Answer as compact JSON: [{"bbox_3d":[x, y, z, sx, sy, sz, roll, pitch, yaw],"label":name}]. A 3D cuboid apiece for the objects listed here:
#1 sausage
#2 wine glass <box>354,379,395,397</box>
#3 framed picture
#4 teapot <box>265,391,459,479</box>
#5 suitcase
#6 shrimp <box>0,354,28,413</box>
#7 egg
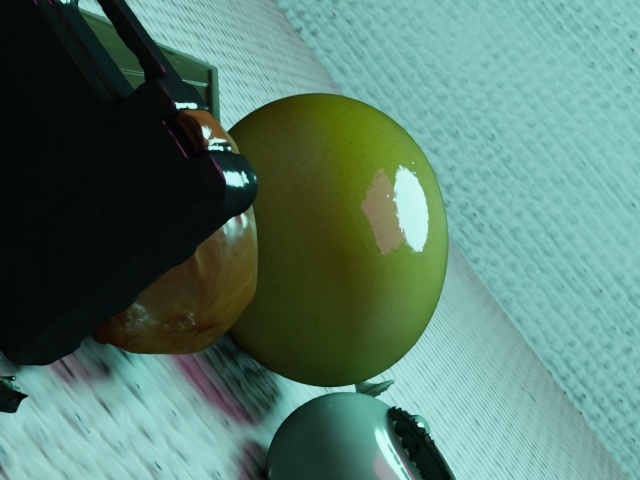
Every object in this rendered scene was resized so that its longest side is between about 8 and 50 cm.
[{"bbox_3d":[-0.130,-0.017,1.031,0.268,0.153,0.141,-106,-164,-61],"label":"sausage"},{"bbox_3d":[-0.015,0.068,1.438,0.262,0.074,0.074,56,12,15],"label":"wine glass"},{"bbox_3d":[-0.209,-0.170,1.231,0.250,0.016,0.184,22,29,-20],"label":"framed picture"},{"bbox_3d":[0.046,0.214,1.094,0.193,0.129,0.294,53,12,-4],"label":"teapot"},{"bbox_3d":[-0.194,-0.084,0.854,0.286,0.206,0.066,54,17,10],"label":"suitcase"},{"bbox_3d":[-0.219,0.095,0.637,0.217,0.051,0.150,17,45,-56],"label":"shrimp"},{"bbox_3d":[0.000,0.000,1.247,0.250,0.250,0.322,44,23,-36],"label":"egg"}]
